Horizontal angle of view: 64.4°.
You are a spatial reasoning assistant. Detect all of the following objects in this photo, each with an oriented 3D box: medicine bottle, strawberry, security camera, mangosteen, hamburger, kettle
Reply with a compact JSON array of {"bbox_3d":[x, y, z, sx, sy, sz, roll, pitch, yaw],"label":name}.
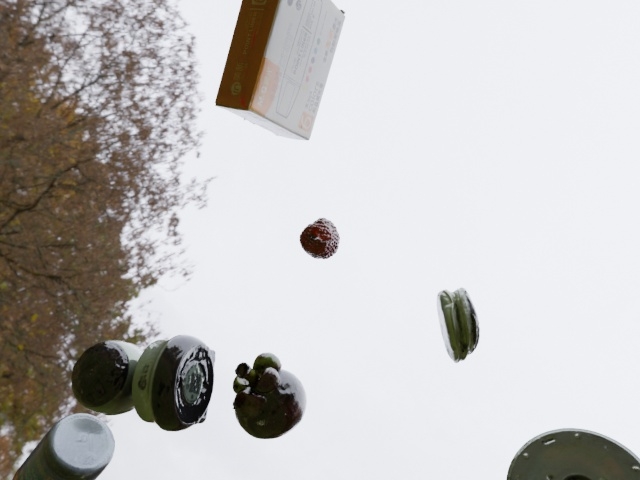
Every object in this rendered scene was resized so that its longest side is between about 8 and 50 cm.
[{"bbox_3d":[-0.341,0.304,0.641,0.083,0.083,0.203,47,-64,9],"label":"medicine bottle"},{"bbox_3d":[0.000,0.000,1.001,0.083,0.096,0.083,4,-72,11],"label":"strawberry"},{"bbox_3d":[-0.389,0.295,1.088,0.278,0.191,0.196,0,-110,17],"label":"security camera"},{"bbox_3d":[-0.114,0.346,1.136,0.173,0.173,0.183,-2,-88,37],"label":"mangosteen"},{"bbox_3d":[0.261,0.157,0.965,0.063,0.140,0.133,-10,-53,3],"label":"hamburger"},{"bbox_3d":[0.218,0.222,0.397,0.098,0.127,0.148,22,-34,51],"label":"kettle"}]

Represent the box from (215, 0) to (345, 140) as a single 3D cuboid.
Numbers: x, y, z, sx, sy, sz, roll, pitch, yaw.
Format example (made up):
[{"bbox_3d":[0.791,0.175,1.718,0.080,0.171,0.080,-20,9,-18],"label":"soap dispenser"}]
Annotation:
[{"bbox_3d":[-0.069,-0.344,0.955,0.091,0.221,0.273,19,-83,29],"label":"box"}]
